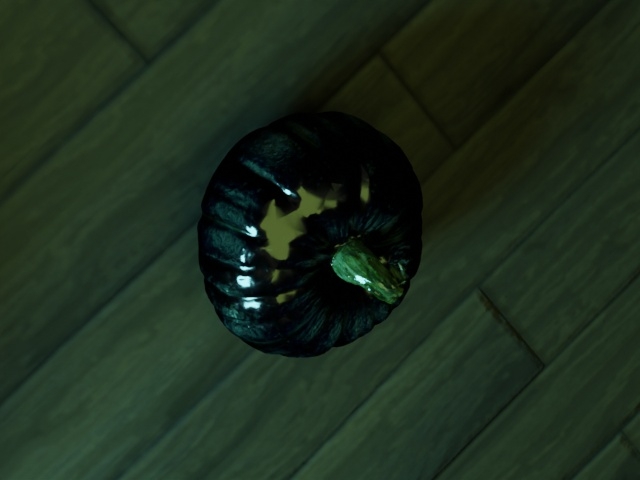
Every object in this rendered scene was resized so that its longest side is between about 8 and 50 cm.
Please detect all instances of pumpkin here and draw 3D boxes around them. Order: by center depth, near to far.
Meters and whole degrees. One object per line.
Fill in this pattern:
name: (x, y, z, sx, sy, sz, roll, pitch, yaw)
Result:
pumpkin: (-0.008, -0.005, 0.887, 0.194, 0.150, 0.194, 1, 86, -17)
